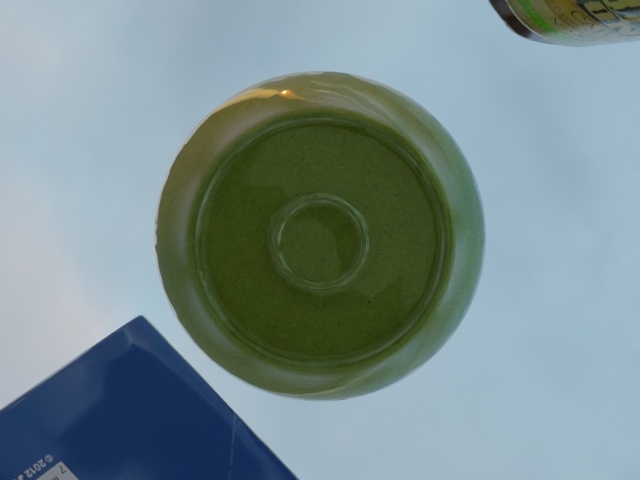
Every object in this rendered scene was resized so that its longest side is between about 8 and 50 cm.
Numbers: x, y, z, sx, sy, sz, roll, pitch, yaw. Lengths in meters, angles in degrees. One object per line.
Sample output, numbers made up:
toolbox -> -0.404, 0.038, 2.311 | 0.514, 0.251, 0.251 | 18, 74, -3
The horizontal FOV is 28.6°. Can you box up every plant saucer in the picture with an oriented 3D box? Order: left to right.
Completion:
plant saucer -> 0.000, 0.000, 0.891 | 0.037, 0.240, 0.241 | -101, 178, -85

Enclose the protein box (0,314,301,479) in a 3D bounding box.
protein box -> -0.077, 0.174, 0.410 | 0.201, 0.200, 0.136 | 45, -43, 10

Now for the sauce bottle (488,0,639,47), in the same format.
sauce bottle -> 0.189, -0.153, 0.587 | 0.344, 0.111, 0.111 | -166, -116, -72
